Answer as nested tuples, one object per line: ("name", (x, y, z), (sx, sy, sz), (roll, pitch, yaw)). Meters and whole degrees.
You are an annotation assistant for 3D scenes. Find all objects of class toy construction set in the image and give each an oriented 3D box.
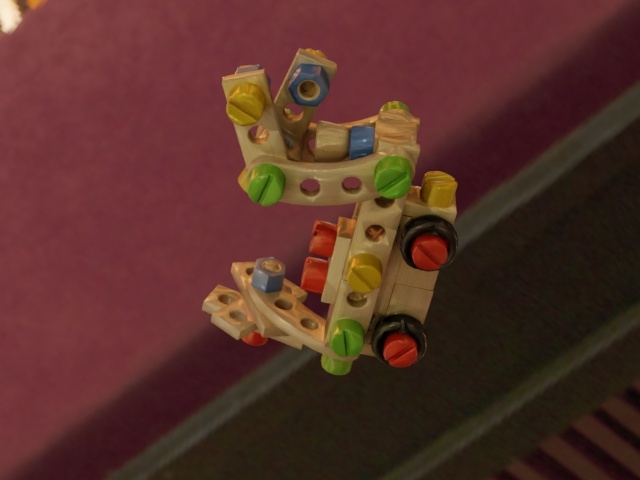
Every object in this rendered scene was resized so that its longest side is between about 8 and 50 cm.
("toy construction set", (0.000, 0.000, 1.214), (0.328, 0.215, 0.151), (106, 174, -46))
